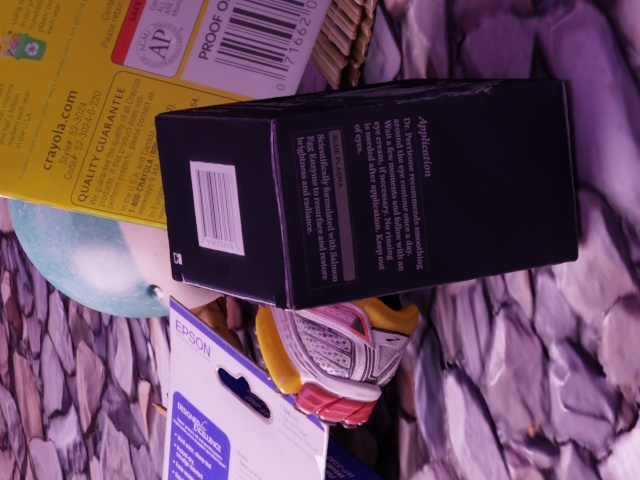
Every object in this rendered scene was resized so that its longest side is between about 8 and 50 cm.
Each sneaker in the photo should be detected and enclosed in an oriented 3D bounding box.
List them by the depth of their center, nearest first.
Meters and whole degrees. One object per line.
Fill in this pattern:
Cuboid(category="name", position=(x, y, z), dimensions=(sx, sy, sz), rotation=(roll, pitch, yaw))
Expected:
Cuboid(category="sneaker", position=(0.000, 0.000, 1.128), dimensions=(0.093, 0.088, 0.225), rotation=(-53, 45, 29))

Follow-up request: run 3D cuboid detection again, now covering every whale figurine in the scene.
Cuboid(category="whale figurine", position=(-0.135, -0.075, 1.270), dimensions=(0.216, 0.141, 0.272), rotation=(59, -161, -55))

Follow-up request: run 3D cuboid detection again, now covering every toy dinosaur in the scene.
Cuboid(category="toy dinosaur", position=(-0.070, 0.084, 1.309), dimensions=(0.211, 0.064, 0.112), rotation=(64, 149, 33))

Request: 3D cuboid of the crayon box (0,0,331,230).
Cuboid(category="crayon box", position=(-0.158, -0.129, 1.022), dimensions=(0.081, 0.318, 0.202), rotation=(44, 116, 54))

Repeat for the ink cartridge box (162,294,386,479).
Cuboid(category="ink cartridge box", position=(-0.036, 0.201, 1.228), dimensions=(0.165, 0.065, 0.333), rotation=(37, 134, 40))

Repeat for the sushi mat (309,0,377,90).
Cuboid(category="sushi mat", position=(-0.039, -0.223, 1.197), dimensions=(0.316, 0.019, 0.151), rotation=(-128, 39, -48))

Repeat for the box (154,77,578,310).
Cuboid(category="box", position=(0.020, -0.028, 0.957), dimensions=(0.156, 0.158, 0.093), rotation=(10, 108, 64))
